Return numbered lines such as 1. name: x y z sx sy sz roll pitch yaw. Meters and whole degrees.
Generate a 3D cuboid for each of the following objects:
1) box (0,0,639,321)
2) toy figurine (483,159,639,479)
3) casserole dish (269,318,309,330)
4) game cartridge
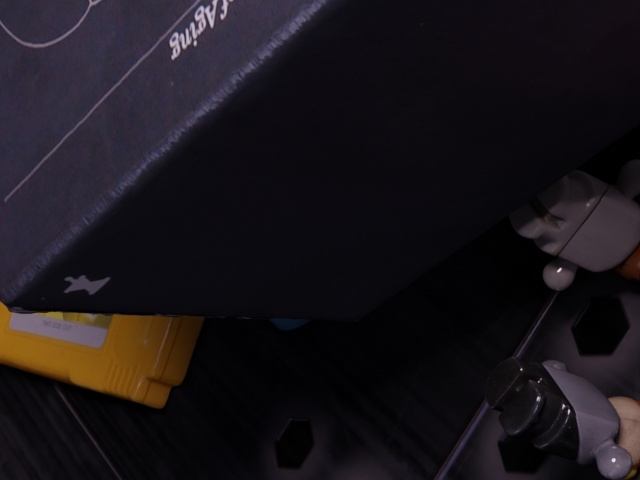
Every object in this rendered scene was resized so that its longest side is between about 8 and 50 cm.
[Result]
1. box: 0.000 -0.265 0.795 0.480 0.297 0.471 -37 59 38
2. toy figurine: 0.222 0.046 0.850 0.210 0.148 0.213 -15 61 50
3. casserole dish: 0.000 0.000 1.198 0.188 0.037 0.114 -34 48 31
4. game cartridge: -0.213 0.011 1.418 0.324 0.053 0.285 5 74 50
